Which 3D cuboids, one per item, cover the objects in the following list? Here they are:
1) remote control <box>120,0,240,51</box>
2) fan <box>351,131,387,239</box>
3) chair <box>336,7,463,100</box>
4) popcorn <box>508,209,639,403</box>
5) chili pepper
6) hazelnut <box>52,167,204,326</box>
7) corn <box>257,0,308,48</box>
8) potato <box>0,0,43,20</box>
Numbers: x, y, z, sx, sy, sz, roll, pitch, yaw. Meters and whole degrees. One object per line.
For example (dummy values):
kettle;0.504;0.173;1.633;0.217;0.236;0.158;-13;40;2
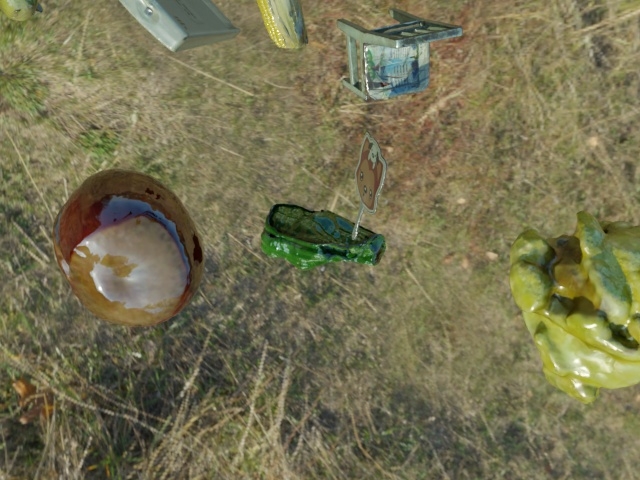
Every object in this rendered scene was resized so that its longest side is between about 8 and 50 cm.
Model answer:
remote control;-0.201;-0.339;1.016;0.038;0.285;0.123;-41;99;19
fan;0.082;-0.088;1.270;0.009;0.132;0.220;-2;129;-16
chair;0.143;-0.337;1.283;0.136;0.270;0.147;-16;121;-16
popcorn;0.395;0.081;0.914;0.242;0.250;0.235;48;35;-47
chili pepper;-0.002;0.011;2.101;0.213;0.384;0.167;-54;149;-47
hazelnut;-0.484;0.017;1.734;0.359;0.359;0.409;-25;115;-18
corn;-0.104;-0.638;1.778;0.122;0.123;0.305;-45;145;-22
potato;-0.436;-0.411;0.922;0.090;0.117;0.226;-19;106;-16
